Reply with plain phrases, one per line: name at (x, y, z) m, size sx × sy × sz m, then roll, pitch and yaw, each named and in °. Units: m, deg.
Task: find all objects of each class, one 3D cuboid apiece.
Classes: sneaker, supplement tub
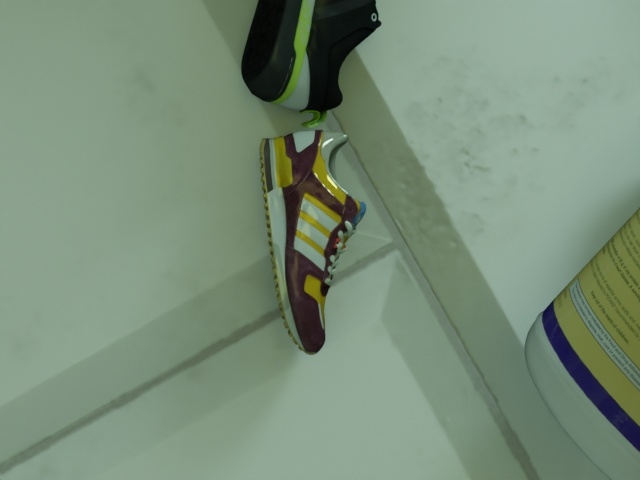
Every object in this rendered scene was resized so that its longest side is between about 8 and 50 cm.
sneaker at (0.000, 0.000, 1.256) m, size 0.084 × 0.069 × 0.185 m, roll -9°, pitch 90°, yaw 1°
supplement tub at (0.343, 0.041, 1.150) m, size 0.241 × 0.241 × 0.331 m, roll 40°, pitch 108°, yaw -2°
sneaker at (0.008, -0.211, 1.273) m, size 0.097 × 0.084 × 0.234 m, roll 20°, pitch 88°, yaw -27°
